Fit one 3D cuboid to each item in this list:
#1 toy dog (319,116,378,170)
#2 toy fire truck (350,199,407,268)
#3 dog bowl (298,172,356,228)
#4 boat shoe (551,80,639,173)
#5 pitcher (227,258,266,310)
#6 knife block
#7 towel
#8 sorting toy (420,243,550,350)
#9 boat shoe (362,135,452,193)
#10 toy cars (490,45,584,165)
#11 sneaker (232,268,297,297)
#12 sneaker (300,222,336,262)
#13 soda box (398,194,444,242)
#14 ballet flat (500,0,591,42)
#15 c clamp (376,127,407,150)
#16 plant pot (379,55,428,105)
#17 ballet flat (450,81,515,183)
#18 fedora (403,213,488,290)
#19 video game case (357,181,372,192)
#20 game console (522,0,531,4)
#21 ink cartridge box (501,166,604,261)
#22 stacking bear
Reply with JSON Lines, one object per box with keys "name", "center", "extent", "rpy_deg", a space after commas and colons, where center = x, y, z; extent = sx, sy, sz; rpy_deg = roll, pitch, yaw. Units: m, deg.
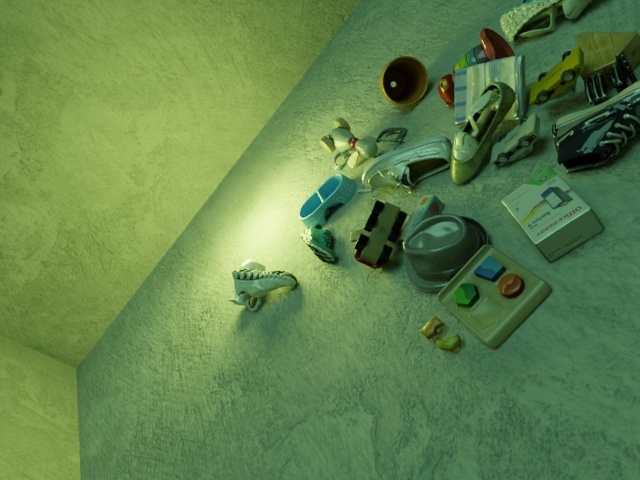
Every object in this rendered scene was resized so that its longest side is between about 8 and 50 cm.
{"name": "toy dog", "center": [0.142, -0.419, 2.264], "extent": [0.220, 0.161, 0.333], "rpy_deg": [-36, 46, 11]}
{"name": "toy fire truck", "center": [0.177, -0.004, 1.759], "extent": [0.246, 0.159, 0.216], "rpy_deg": [102, -167, -67]}
{"name": "dog bowl", "center": [0.022, -0.175, 2.190], "extent": [0.297, 0.074, 0.166], "rpy_deg": [-43, 31, 11]}
{"name": "boat shoe", "center": [0.770, -0.285, 1.283], "extent": [0.341, 0.127, 0.158], "rpy_deg": [-24, 46, 51]}
{"name": "pitcher", "center": [-0.301, 0.198, 2.192], "extent": [0.178, 0.125, 0.207], "rpy_deg": [16, 79, 36]}
{"name": "knife block", "center": [0.808, -0.490, 1.466], "extent": [0.242, 0.088, 0.275], "rpy_deg": [-49, 31, 2]}
{"name": "towel", "center": [0.577, -0.512, 1.730], "extent": [0.285, 0.034, 0.209], "rpy_deg": [10, 106, 54]}
{"name": "sorting toy", "center": [0.406, 0.169, 1.303], "extent": [0.307, 0.041, 0.229], "rpy_deg": [-48, 39, 5]}
{"name": "boat shoe", "center": [0.313, -0.243, 1.838], "extent": [0.368, 0.136, 0.156], "rpy_deg": [-18, 46, 29]}
{"name": "toy cars", "center": [0.665, -0.382, 1.506], "extent": [0.393, 0.087, 0.176], "rpy_deg": [-60, 12, 17]}
{"name": "sneaker", "center": [-0.231, 0.181, 2.079], "extent": [0.293, 0.110, 0.118], "rpy_deg": [1, 91, 23]}
{"name": "sneaker", "center": [0.000, 0.000, 2.009], "extent": [0.110, 0.107, 0.275], "rpy_deg": [-40, 31, 0]}
{"name": "soda box", "center": [0.336, -0.063, 1.664], "extent": [0.063, 0.058, 0.183], "rpy_deg": [12, 68, 57]}
{"name": "ballet flat", "center": [0.840, -0.823, 1.776], "extent": [0.409, 0.147, 0.146], "rpy_deg": [-13, 47, 51]}
{"name": "c clamp", "center": [0.298, -0.441, 2.133], "extent": [0.137, 0.022, 0.161], "rpy_deg": [-48, 36, -17]}
{"name": "plant pot", "center": [0.350, -0.701, 2.226], "extent": [0.205, 0.205, 0.188], "rpy_deg": [-49, 14, 4]}
{"name": "ballet flat", "center": [0.505, -0.356, 1.629], "extent": [0.348, 0.123, 0.123], "rpy_deg": [-61, 29, 9]}
{"name": "fedora", "center": [0.343, 0.014, 1.470], "extent": [0.276, 0.124, 0.243], "rpy_deg": [-16, 51, 34]}
{"name": "video game case", "center": [0.208, -0.252, 2.087], "extent": [0.087, 0.011, 0.121], "rpy_deg": [-1, 56, 52]}
{"name": "game console", "center": [0.791, -0.915, 1.954], "extent": [0.124, 0.085, 0.144], "rpy_deg": [-36, 33, 23]}
{"name": "ink cartridge box", "center": [0.593, -0.070, 1.295], "extent": [0.154, 0.093, 0.212], "rpy_deg": [-38, 34, 20]}
{"name": "stacking bear", "center": [0.564, -0.623, 1.877], "extent": [0.289, 0.164, 0.175], "rpy_deg": [-31, 72, 49]}
